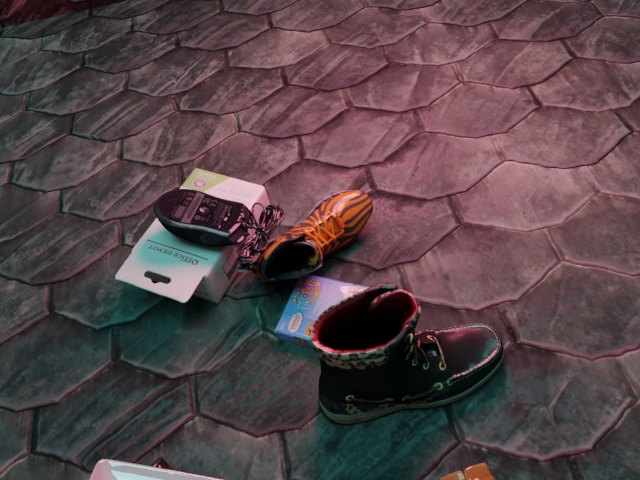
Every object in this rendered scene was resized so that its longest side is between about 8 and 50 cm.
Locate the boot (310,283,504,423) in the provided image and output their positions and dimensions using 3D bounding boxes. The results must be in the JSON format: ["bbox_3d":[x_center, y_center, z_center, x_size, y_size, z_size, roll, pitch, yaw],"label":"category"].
[{"bbox_3d":[0.161,0.191,1.076,0.378,0.284,0.138,-15,51,-1],"label":"boot"}]

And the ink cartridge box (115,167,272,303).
[{"bbox_3d":[-0.286,0.009,1.401,0.207,0.119,0.353,17,56,20],"label":"ink cartridge box"}]

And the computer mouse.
[{"bbox_3d":[-0.233,-0.030,1.308,0.273,0.072,0.188,18,49,7],"label":"computer mouse"}]

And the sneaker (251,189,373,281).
[{"bbox_3d":[0.000,0.000,1.313,0.321,0.124,0.180,-37,11,-8],"label":"sneaker"}]

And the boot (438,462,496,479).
[{"bbox_3d":[0.302,0.444,0.993,0.197,0.072,0.152,-11,47,-3],"label":"boot"}]

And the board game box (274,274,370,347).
[{"bbox_3d":[0.030,0.161,1.281,0.212,0.039,0.160,12,55,18],"label":"board game box"}]

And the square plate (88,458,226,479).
[{"bbox_3d":[-0.217,0.491,0.907,0.348,0.049,0.344,13,20,-6],"label":"square plate"}]

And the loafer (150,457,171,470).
[{"bbox_3d":[-0.293,0.498,1.052,0.079,0.080,0.219,15,52,-10],"label":"loafer"}]
